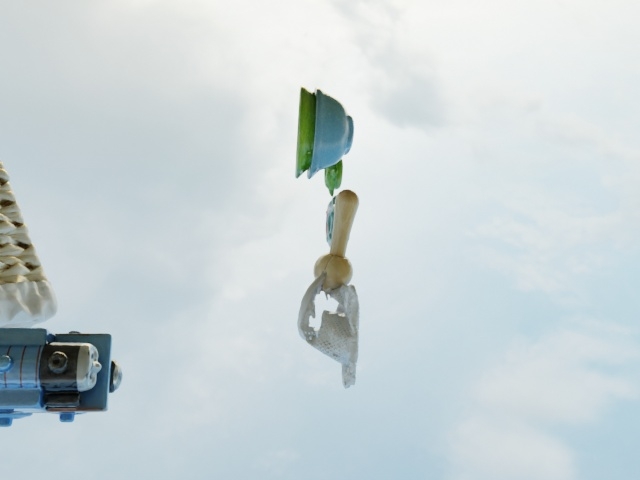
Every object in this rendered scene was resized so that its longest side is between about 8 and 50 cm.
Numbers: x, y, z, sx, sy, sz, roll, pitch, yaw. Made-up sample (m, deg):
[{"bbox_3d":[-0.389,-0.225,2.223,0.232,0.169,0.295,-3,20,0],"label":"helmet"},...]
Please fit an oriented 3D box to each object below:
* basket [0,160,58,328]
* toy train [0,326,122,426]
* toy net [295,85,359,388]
[{"bbox_3d":[-0.518,0.019,0.662,0.331,0.328,0.267,5,-115,-68],"label":"basket"},{"bbox_3d":[-0.255,0.105,0.524,0.184,0.105,0.080,2,-108,-9],"label":"toy train"},{"bbox_3d":[0.000,0.000,0.498,0.045,0.122,0.232,3,-120,-6],"label":"toy net"}]
